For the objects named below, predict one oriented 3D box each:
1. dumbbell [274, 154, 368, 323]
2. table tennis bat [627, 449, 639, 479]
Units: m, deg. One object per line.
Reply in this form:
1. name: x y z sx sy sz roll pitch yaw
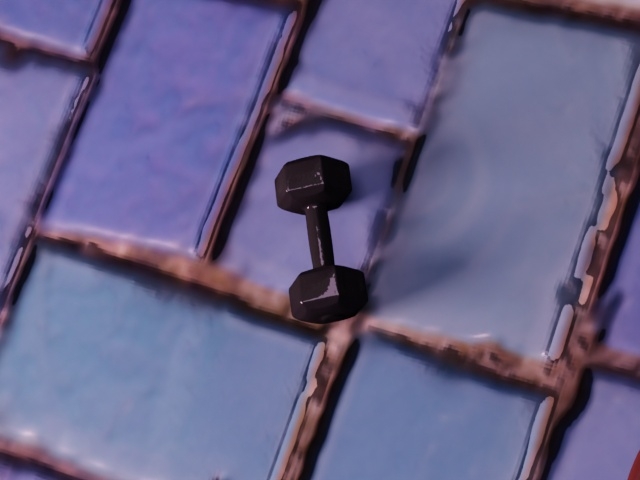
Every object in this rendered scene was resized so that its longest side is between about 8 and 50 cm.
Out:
1. dumbbell: 0.000 0.000 0.997 0.040 0.036 0.083 -12 70 12
2. table tennis bat: 0.198 0.097 0.919 0.098 0.019 0.154 18 81 21
